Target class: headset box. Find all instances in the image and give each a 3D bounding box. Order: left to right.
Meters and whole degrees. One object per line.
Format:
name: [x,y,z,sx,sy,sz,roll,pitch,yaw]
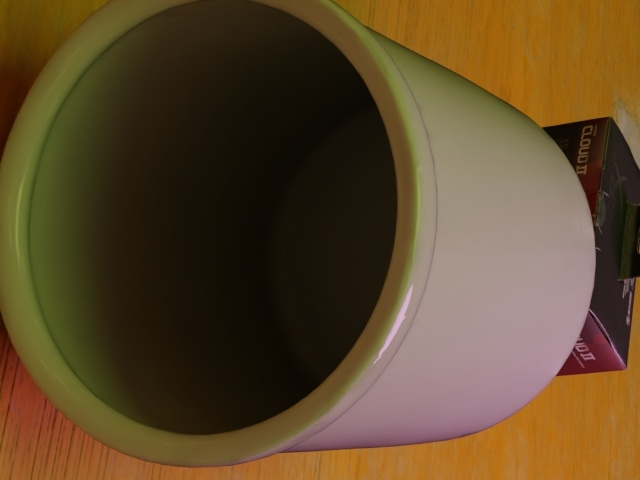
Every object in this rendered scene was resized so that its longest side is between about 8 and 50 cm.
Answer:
headset box: [0.169,0.015,1.617,0.110,0.293,0.218,52,40,-43]

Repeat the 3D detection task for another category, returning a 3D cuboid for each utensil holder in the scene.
utensil holder: [0.000,0.000,1.293,0.385,0.328,0.327,12,73,-63]
